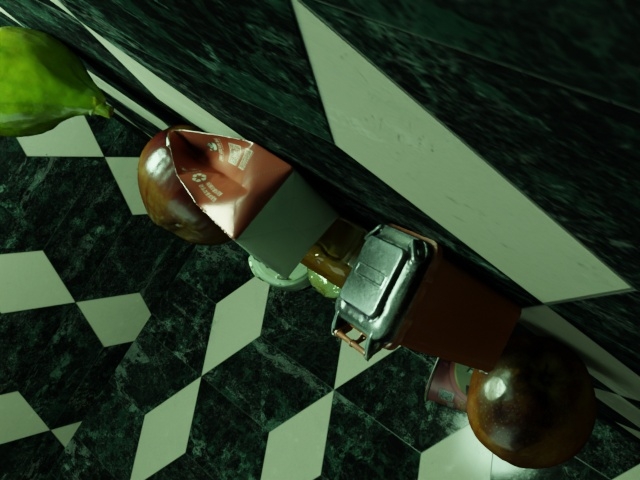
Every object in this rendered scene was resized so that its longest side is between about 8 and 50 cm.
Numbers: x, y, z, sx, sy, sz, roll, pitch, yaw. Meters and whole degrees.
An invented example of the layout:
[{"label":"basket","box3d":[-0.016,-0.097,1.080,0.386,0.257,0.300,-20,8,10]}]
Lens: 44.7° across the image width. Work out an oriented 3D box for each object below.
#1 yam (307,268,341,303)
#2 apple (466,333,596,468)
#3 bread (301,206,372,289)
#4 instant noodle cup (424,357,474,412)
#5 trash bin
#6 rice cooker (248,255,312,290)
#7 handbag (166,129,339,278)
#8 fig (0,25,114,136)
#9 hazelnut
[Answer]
[{"label":"yam","box3d":[0.075,0.088,1.914,0.161,0.161,0.268,31,179,26]},{"label":"apple","box3d":[0.356,0.268,1.310,0.230,0.229,0.230,32,177,2]},{"label":"bread","box3d":[0.000,0.000,1.430,0.241,0.107,0.136,32,165,25]},{"label":"instant noodle cup","box3d":[0.381,0.298,1.681,0.255,0.243,0.244,25,175,17]},{"label":"trash bin","box3d":[0.154,0.105,1.126,0.239,0.184,0.161,28,180,-29]},{"label":"rice cooker","box3d":[-0.092,0.041,2.275,0.226,0.226,0.244,32,180,10]},{"label":"handbag","box3d":[-0.130,-0.090,1.269,0.298,0.151,0.171,39,178,39]},{"label":"fig","box3d":[-0.552,-0.299,1.546,0.314,0.232,0.233,11,180,-7]},{"label":"hazelnut","box3d":[-0.243,-0.100,1.515,0.252,0.217,0.217,37,177,-8]}]
